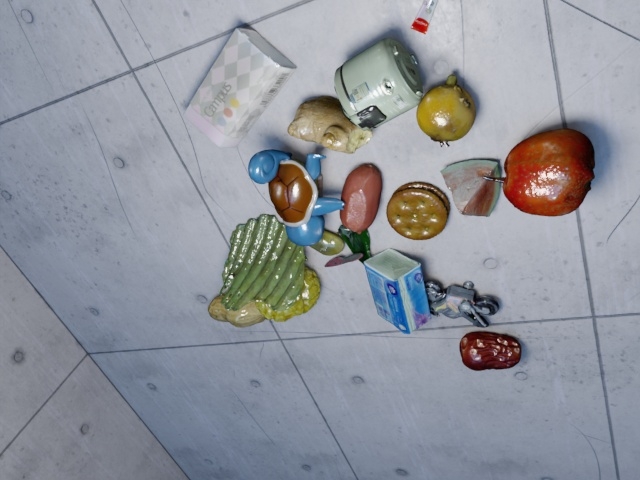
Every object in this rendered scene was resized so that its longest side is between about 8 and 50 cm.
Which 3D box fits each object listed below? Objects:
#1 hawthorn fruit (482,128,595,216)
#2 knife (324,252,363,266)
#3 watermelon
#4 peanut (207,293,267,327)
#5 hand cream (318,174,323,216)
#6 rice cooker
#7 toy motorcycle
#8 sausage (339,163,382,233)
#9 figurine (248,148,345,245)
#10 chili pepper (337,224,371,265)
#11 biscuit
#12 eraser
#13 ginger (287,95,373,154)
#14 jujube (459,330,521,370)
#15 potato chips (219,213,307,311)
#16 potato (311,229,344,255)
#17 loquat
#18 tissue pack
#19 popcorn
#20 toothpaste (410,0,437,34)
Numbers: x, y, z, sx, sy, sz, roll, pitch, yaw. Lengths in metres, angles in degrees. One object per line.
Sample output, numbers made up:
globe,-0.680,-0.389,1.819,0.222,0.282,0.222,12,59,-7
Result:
hawthorn fruit,0.626,-0.195,1.484,0.300,0.254,0.254,3,126,22
knife,0.084,0.077,1.984,0.247,0.018,0.035,-20,111,51
watermelon,0.477,-0.145,1.644,0.136,0.202,0.207,22,142,58
peanut,-0.373,0.314,2.286,0.291,0.159,0.143,3,100,19
hand cream,-0.019,-0.168,1.875,0.067,0.043,0.209,13,133,11
rice cooker,0.165,-0.445,1.490,0.244,0.226,0.226,-21,115,28
toy motorcycle,0.514,0.240,1.942,0.307,0.108,0.173,18,138,6
sausage,0.137,-0.137,1.777,0.148,0.148,0.254,11,129,12
figurine,-0.077,-0.177,1.747,0.298,0.243,0.416,7,142,37
chili pepper,0.147,0.013,1.932,0.108,0.062,0.216,-16,120,29
biscuit,0.337,-0.099,1.777,0.220,0.066,0.220,12,131,15
eraser,-0.279,-0.492,1.701,0.213,0.082,0.397,40,128,-10
ginger,0.028,-0.356,1.617,0.276,0.221,0.130,3,135,8
jujube,0.662,0.435,1.996,0.230,0.155,0.155,3,126,13
potato chips,-0.237,0.093,1.984,0.373,0.389,0.097,-5,157,21
potato,0.000,0.000,1.963,0.188,0.085,0.105,28,128,5
loquat,0.371,-0.382,1.503,0.172,0.149,0.204,14,114,12
tissue pack,0.291,0.188,1.915,0.198,0.146,0.263,32,145,53
popcorn,-0.133,0.204,2.067,0.258,0.224,0.270,22,86,2
toothpaste,0.305,-0.663,1.396,0.048,0.031,0.190,22,132,0
